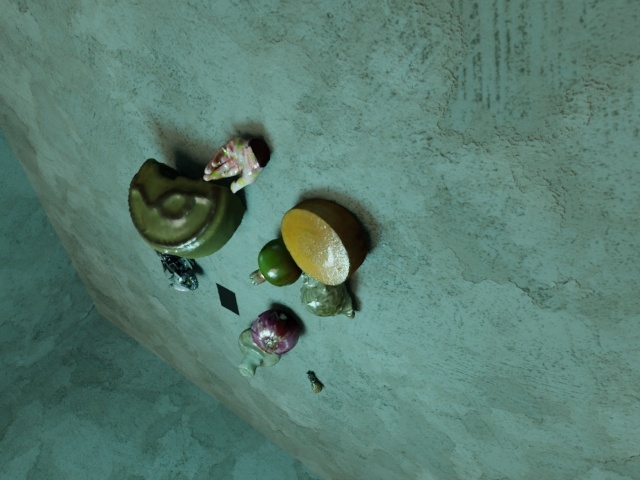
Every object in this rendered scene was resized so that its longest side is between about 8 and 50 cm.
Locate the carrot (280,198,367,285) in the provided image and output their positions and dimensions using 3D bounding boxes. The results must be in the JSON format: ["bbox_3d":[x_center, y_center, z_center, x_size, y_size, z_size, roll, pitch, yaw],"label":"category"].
[{"bbox_3d":[0.000,0.000,1.351,0.307,0.100,0.258,32,128,27],"label":"carrot"}]

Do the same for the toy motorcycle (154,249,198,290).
[{"bbox_3d":[-0.736,0.135,2.123,0.327,0.143,0.188,48,143,5],"label":"toy motorcycle"}]

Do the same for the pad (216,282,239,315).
[{"bbox_3d":[-0.474,0.303,2.161,0.127,0.004,0.190,24,138,22],"label":"pad"}]

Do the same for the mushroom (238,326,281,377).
[{"bbox_3d":[-0.324,0.560,2.094,0.243,0.243,0.243,24,138,23],"label":"mushroom"}]

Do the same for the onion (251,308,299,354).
[{"bbox_3d":[-0.192,0.397,1.870,0.207,0.200,0.200,49,144,13],"label":"onion"}]

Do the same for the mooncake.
[{"bbox_3d":[-0.487,-0.134,1.546,0.394,0.246,0.393,-20,76,13],"label":"mooncake"}]

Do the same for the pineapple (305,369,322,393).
[{"bbox_3d":[-0.033,0.707,2.128,0.058,0.058,0.124,-10,105,46],"label":"pineapple"}]

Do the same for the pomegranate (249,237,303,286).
[{"bbox_3d":[-0.166,0.092,1.522,0.180,0.209,0.180,61,-177,-6],"label":"pomegranate"}]

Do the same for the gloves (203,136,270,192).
[{"bbox_3d":[-0.275,-0.249,1.370,0.241,0.126,0.145,-6,146,41],"label":"gloves"}]

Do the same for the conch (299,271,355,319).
[{"bbox_3d":[0.008,0.201,1.512,0.210,0.159,0.291,-8,121,44],"label":"conch"}]
